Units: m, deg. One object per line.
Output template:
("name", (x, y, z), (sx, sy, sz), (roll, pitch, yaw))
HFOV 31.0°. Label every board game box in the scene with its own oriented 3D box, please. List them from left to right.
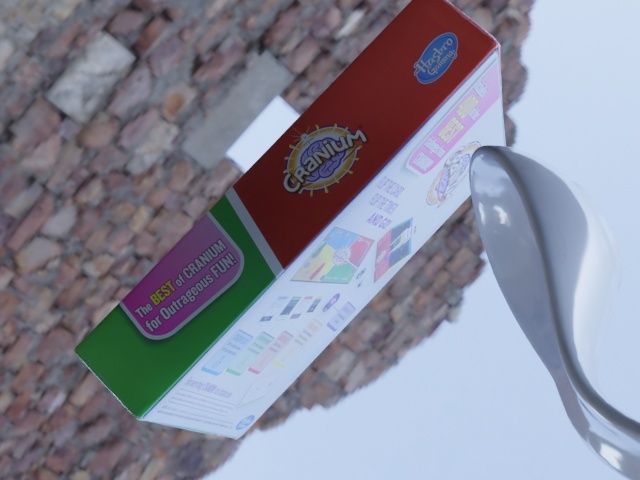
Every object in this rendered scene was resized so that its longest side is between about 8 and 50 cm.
("board game box", (0.000, 0.000, 0.813), (0.064, 0.242, 0.316), (43, -93, 16))

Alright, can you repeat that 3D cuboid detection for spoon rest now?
("spoon rest", (0.142, 0.042, 0.612), (0.084, 0.137, 0.276), (-23, -146, -11))
